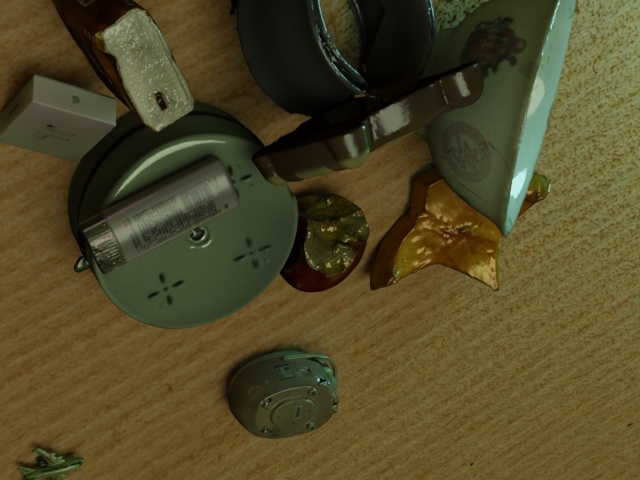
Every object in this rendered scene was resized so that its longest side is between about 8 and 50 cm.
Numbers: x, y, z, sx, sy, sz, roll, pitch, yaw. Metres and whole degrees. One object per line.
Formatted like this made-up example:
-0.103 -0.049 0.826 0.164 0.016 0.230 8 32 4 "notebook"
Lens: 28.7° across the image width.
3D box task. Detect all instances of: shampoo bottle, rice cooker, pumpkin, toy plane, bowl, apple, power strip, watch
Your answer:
-0.233 -0.037 1.821 0.227 0.056 0.086 -28 122 -10 "shampoo bottle"
-0.062 0.278 2.248 0.206 0.127 0.145 -6 119 -16 "rice cooker"
0.246 -0.023 2.266 0.290 0.095 0.258 5 118 -27 "pumpkin"
-0.462 0.391 2.148 0.111 0.040 0.102 -18 125 -20 "toy plane"
0.270 -0.239 2.053 0.196 0.435 0.435 16 115 12 "bowl"
0.000 0.004 2.114 0.158 0.156 0.147 -10 146 -37 "apple"
-0.226 -0.038 1.962 0.357 0.161 0.357 -12 121 -21 "power strip"
0.023 -0.292 1.845 0.335 0.314 0.327 -34 107 -43 "watch"

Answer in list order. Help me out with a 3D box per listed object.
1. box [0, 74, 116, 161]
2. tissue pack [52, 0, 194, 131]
-0.386 -0.177 1.825 0.129 0.051 0.130 14 149 -34 "box"
-0.279 -0.272 1.759 0.092 0.226 0.183 -36 128 -7 "tissue pack"
